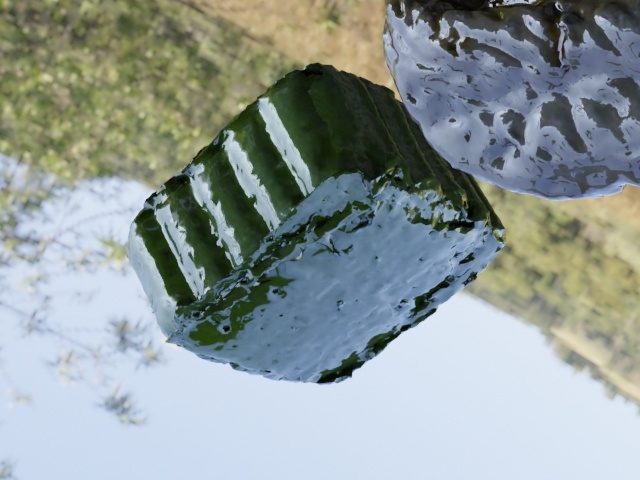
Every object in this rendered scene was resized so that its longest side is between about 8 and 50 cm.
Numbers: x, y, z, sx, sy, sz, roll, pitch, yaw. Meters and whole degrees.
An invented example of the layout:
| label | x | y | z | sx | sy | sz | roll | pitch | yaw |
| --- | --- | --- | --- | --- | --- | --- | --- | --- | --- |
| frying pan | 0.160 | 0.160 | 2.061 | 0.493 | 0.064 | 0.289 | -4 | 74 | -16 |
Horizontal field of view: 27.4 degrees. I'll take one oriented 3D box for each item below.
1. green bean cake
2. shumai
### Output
| label | x | y | z | sx | sy | sz | roll | pitch | yaw |
| --- | --- | --- | --- | --- | --- | --- | --- | --- | --- |
| green bean cake | 0.000 | 0.000 | 0.898 | 0.200 | 0.214 | 0.113 | 24 | -149 | -48 |
| shumai | 0.154 | -0.080 | 0.588 | 0.185 | 0.218 | 0.184 | 46 | -146 | -44 |
